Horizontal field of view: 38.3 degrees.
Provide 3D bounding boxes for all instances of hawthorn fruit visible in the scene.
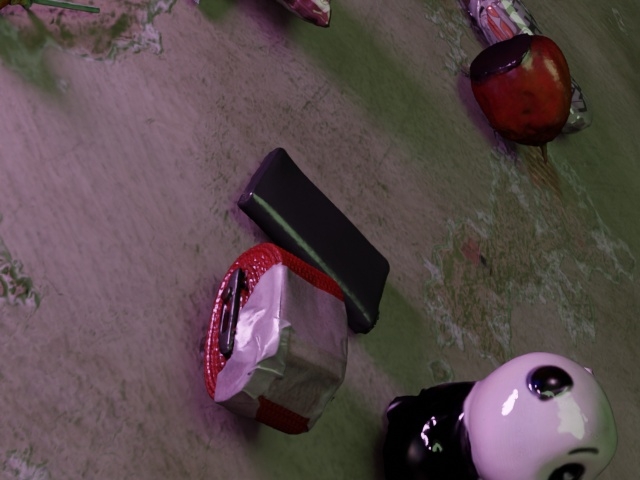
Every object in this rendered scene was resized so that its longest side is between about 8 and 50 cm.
[{"bbox_3d":[0.394,-0.267,1.744,0.189,0.189,0.251,-26,92,-54],"label":"hawthorn fruit"}]

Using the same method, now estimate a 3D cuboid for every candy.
[{"bbox_3d":[-0.314,-0.264,1.005,0.201,0.060,0.061,-8,71,-60],"label":"candy"}]

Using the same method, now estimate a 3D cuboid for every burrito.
[{"bbox_3d":[0.432,-0.403,1.953,0.445,0.101,0.139,52,41,-13],"label":"burrito"}]

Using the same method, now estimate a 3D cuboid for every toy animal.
[{"bbox_3d":[0.220,0.253,1.082,0.212,0.266,0.213,32,46,-39],"label":"toy animal"}]

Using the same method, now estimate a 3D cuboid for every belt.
[{"bbox_3d":[-0.055,0.098,0.976,0.124,0.128,0.201,32,40,-31],"label":"belt"}]

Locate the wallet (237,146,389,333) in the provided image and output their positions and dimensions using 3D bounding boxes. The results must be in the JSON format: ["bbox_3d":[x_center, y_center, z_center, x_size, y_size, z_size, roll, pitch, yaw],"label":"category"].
[{"bbox_3d":[0.000,0.000,1.189,0.250,0.044,0.149,46,33,-17],"label":"wallet"}]

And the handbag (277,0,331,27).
[{"bbox_3d":[-0.063,-0.423,1.356,0.235,0.127,0.213,35,39,-11],"label":"handbag"}]

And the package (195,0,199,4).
[{"bbox_3d":[-0.159,-0.353,1.278,0.037,0.015,0.110,47,35,-7],"label":"package"}]
